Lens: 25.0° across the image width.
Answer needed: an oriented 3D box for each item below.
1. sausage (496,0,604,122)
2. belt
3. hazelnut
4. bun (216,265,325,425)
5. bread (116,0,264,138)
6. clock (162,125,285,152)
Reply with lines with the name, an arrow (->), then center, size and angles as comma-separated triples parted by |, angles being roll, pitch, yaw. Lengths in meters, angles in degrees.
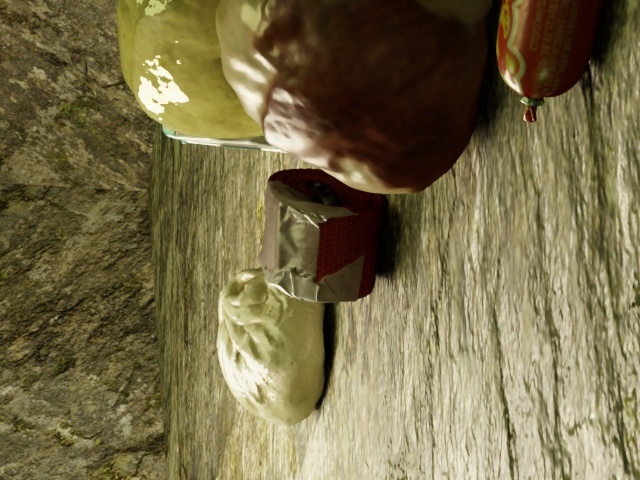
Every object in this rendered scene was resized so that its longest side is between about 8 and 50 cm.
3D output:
sausage -> 0.168, -0.204, 0.987 | 0.083, 0.083, 0.264 | -111, 26, -62
belt -> 0.000, 0.000, 1.578 | 0.201, 0.128, 0.124 | -115, 30, -72
hazelnut -> 0.048, -0.177, 1.278 | 0.241, 0.261, 0.261 | -37, 42, 31
bun -> -0.067, 0.119, 1.856 | 0.231, 0.133, 0.231 | -175, 90, -79
bread -> -0.081, -0.262, 1.611 | 0.320, 0.320, 0.237 | 107, 157, -49
clock -> -0.080, -0.230, 1.874 | 0.262, 0.116, 0.231 | 0, -81, -65
